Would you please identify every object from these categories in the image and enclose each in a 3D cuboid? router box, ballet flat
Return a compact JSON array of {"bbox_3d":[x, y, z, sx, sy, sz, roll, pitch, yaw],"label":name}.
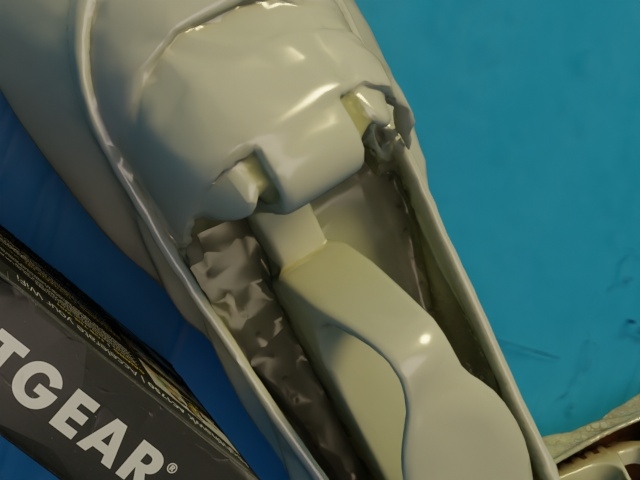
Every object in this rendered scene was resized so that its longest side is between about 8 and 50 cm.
[{"bbox_3d":[-0.112,0.032,0.530,0.179,0.133,0.046,43,87,-25],"label":"router box"},{"bbox_3d":[0.147,0.109,0.699,0.168,0.052,0.057,-20,111,-16],"label":"ballet flat"},{"bbox_3d":[0.000,0.000,0.546,0.139,0.139,0.400,-32,107,-11],"label":"ballet flat"}]
